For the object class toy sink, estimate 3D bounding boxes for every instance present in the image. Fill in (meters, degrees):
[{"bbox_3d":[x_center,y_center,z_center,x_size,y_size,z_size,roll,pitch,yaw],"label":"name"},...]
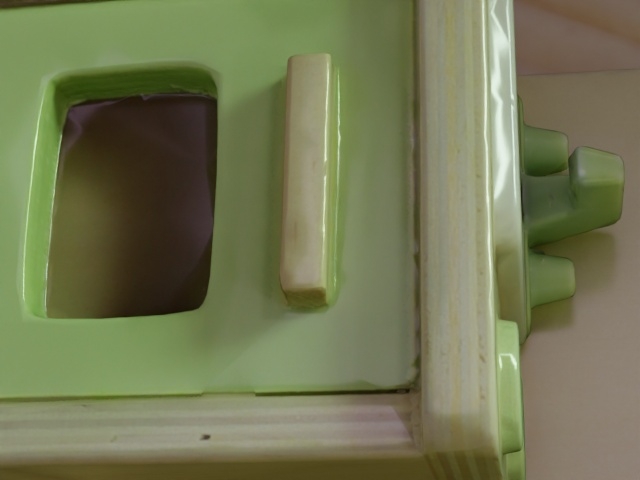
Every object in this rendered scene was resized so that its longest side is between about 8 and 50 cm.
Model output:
[{"bbox_3d":[0.000,0.000,0.400,0.234,0.131,0.153,-1,71,9],"label":"toy sink"}]
